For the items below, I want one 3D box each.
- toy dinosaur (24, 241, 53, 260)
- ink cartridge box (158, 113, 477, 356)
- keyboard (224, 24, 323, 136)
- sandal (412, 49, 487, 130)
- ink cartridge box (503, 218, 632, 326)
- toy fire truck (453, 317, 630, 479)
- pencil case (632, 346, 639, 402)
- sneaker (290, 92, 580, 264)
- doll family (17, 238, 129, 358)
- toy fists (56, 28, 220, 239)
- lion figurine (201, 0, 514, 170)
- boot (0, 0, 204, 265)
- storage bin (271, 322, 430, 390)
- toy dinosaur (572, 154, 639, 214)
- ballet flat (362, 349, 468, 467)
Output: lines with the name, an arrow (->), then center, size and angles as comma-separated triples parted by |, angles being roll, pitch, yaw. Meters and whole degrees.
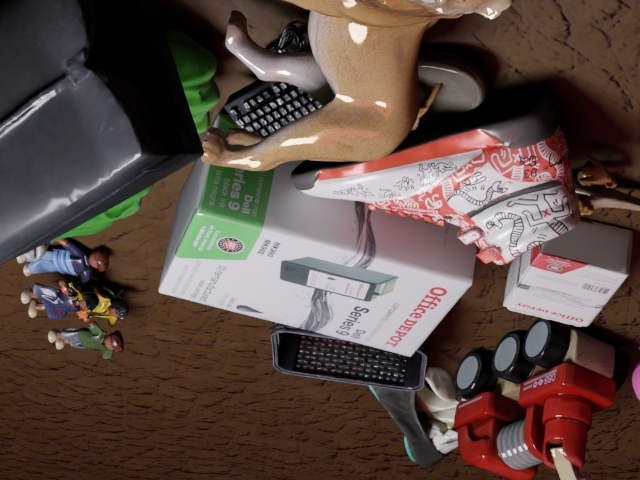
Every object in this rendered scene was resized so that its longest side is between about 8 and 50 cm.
toy dinosaur -> -0.332, -0.091, 1.775 | 0.121, 0.160, 0.313 | 36, 145, 18
ink cartridge box -> 0.000, 0.000, 1.823 | 0.289, 0.121, 0.211 | 15, 152, -9
keyboard -> -0.017, -0.140, 1.614 | 0.180, 0.023, 0.108 | -24, 101, 41
sandal -> 0.048, -0.127, 1.631 | 0.219, 0.060, 0.090 | 0, 151, 20
ink cartridge box -> 0.260, 0.031, 1.866 | 0.099, 0.056, 0.135 | 14, 152, -6
toy fire truck -> 0.263, 0.247, 2.070 | 0.158, 0.246, 0.217 | 23, 150, -23
pencil case -> 0.418, 0.120, 1.951 | 0.095, 0.098, 0.209 | 54, 155, 13
sneaker -> 0.111, -0.038, 1.671 | 0.270, 0.090, 0.145 | -13, 111, 24
doll family -> -0.285, 0.067, 2.104 | 0.111, 0.076, 0.193 | 3, 149, 23
toy fists -> -0.203, -0.096, 1.673 | 0.142, 0.096, 0.279 | 2, 142, -43
lion figurine -> 0.034, -0.167, 1.463 | 0.240, 0.142, 0.392 | 12, 151, 1
boot -> -0.346, -0.144, 1.559 | 0.445, 0.146, 0.367 | -28, 94, 39
storage bin -> 0.039, 0.104, 2.053 | 0.180, 0.084, 0.122 | 7, 152, 4
toy dinosaur -> 0.267, -0.046, 1.735 | 0.211, 0.064, 0.112 | 11, 179, 6
ballet flat -> 0.136, 0.215, 2.214 | 0.096, 0.095, 0.280 | 1, 152, 23
